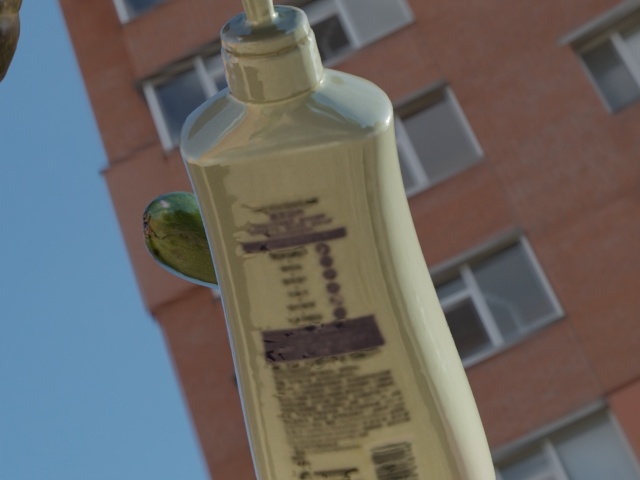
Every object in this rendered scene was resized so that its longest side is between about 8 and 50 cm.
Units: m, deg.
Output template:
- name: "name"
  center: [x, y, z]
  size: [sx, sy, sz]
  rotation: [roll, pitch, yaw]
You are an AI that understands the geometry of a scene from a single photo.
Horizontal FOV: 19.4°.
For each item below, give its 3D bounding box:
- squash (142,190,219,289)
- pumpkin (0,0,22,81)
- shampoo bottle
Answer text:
- name: "squash"
  center: [-0.033, 0.014, 1.113]
  size: [0.183, 0.052, 0.052]
  rotation: [22, -56, -43]
- name: "pumpkin"
  center: [-0.355, -0.141, 1.201]
  size: [0.317, 0.222, 0.139]
  rotation: [-4, -74, -40]
- name: "shampoo bottle"
  center: [0.000, 0.000, 0.366]
  size: [0.049, 0.034, 0.141]
  rotation: [-7, -59, 10]
